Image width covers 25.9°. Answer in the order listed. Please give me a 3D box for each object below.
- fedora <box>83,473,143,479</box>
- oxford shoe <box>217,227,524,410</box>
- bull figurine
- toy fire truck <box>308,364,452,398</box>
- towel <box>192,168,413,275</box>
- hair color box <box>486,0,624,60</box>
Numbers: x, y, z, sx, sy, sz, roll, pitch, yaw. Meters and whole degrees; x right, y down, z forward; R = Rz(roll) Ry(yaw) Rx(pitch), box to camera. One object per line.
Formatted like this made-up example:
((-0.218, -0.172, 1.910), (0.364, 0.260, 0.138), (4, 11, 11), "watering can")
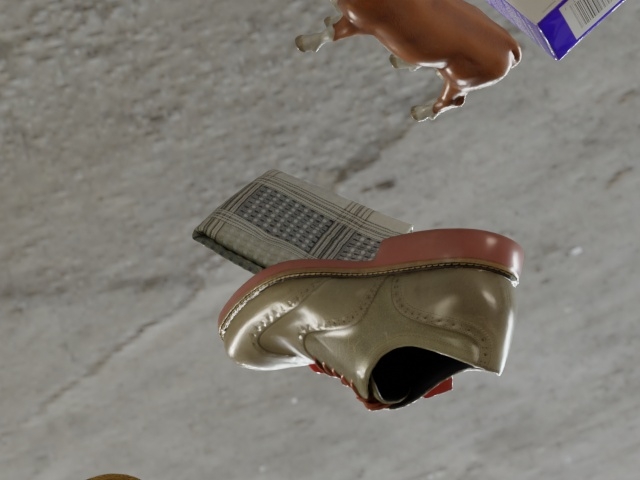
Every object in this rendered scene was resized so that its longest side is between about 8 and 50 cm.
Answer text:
((-0.208, 0.284, 1.355), (0.194, 0.194, 0.079), (-12, 129, -12), "fedora")
((0.025, 0.086, 1.222), (0.123, 0.130, 0.348), (20, 154, -36), "oxford shoe")
((0.089, -0.265, 1.648), (0.310, 0.101, 0.188), (33, 143, -21), "bull figurine")
((0.073, 0.153, 1.818), (0.192, 0.047, 0.135), (-9, 128, -1), "toy fire truck")
((0.000, 0.000, 2.173), (0.312, 0.324, 0.056), (-43, 157, -62), "towel")
((0.314, -0.442, 2.114), (0.185, 0.339, 0.110), (-42, 141, 3), "hair color box")
